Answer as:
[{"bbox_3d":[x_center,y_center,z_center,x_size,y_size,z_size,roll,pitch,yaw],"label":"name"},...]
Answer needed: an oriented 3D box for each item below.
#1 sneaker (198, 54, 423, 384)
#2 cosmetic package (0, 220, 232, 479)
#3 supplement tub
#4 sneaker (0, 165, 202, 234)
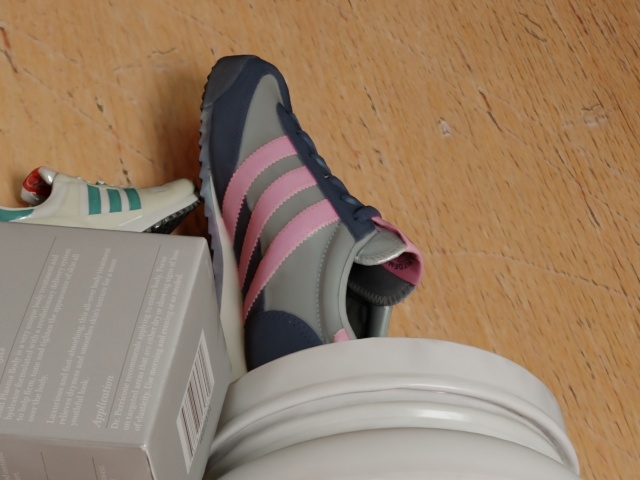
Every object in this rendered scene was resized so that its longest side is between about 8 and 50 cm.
[{"bbox_3d":[0.000,0.000,0.892,0.112,0.131,0.319,54,23,-53],"label":"sneaker"},{"bbox_3d":[-0.172,0.062,0.635,0.238,0.107,0.127,4,46,10],"label":"cosmetic package"},{"bbox_3d":[0.038,0.237,0.643,0.241,0.241,0.331,20,45,-25],"label":"supplement tub"},{"bbox_3d":[-0.141,-0.022,0.873,0.075,0.057,0.161,53,43,4],"label":"sneaker"}]
